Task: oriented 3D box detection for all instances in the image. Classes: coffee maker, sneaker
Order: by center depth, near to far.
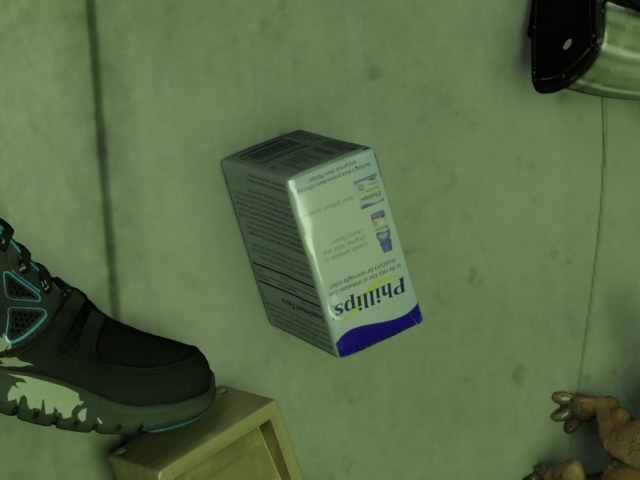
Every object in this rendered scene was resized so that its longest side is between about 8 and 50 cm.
[{"bbox_3d":[-0.217,0.044,1.264,0.340,0.125,0.140,16,88,-26],"label":"sneaker"},{"bbox_3d":[0.263,-0.178,1.426,0.178,0.120,0.171,11,94,-24],"label":"coffee maker"}]

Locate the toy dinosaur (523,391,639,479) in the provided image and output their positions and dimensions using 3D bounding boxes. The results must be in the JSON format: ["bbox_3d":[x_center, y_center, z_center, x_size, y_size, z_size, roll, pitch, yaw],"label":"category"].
[{"bbox_3d":[0.263,0.201,1.447,0.127,0.200,0.296,22,90,-24],"label":"toy dinosaur"}]

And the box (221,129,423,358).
[{"bbox_3d":[0.000,0.000,1.344,0.072,0.126,0.137,-22,107,-20],"label":"box"}]

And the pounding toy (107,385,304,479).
[{"bbox_3d":[-0.088,0.200,1.369,0.130,0.100,0.141,-29,112,-31],"label":"pounding toy"}]
